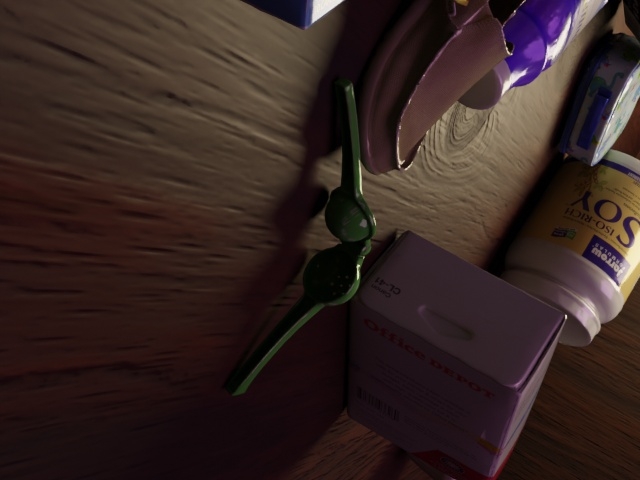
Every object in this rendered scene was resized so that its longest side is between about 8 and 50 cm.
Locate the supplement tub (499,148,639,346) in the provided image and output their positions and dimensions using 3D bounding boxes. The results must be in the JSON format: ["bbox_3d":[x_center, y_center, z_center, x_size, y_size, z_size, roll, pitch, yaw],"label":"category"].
[{"bbox_3d":[0.507,0.012,1.723,0.331,0.241,0.241,-55,159,-16],"label":"supplement tub"}]

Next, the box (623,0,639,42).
[{"bbox_3d":[0.646,-0.412,1.444,0.270,0.143,0.165,-28,155,10],"label":"box"}]

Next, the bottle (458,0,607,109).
[{"bbox_3d":[0.229,-0.241,0.950,0.283,0.092,0.118,-47,156,-34],"label":"bottle"}]

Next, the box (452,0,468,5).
[{"bbox_3d":[0.124,-0.302,0.673,0.087,0.058,0.232,-10,127,-65],"label":"box"}]

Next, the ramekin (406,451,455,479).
[{"bbox_3d":[0.277,0.361,1.802,0.273,0.127,0.273,-48,157,-29],"label":"ramekin"}]

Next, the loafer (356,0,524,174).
[{"bbox_3d":[0.118,-0.172,0.779,0.268,0.092,0.102,-64,159,6],"label":"loafer"}]

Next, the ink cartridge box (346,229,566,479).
[{"bbox_3d":[0.157,0.163,1.122,0.131,0.226,0.306,-49,157,-30],"label":"ink cartridge box"}]

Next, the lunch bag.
[{"bbox_3d":[0.515,-0.255,1.609,0.176,0.090,0.219,-44,154,-40],"label":"lunch bag"}]

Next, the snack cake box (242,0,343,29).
[{"bbox_3d":[0.035,-0.251,0.489,0.264,0.089,0.152,-46,155,-36],"label":"snack cake box"}]

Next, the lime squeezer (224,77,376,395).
[{"bbox_3d":[0.000,0.000,0.813,0.110,0.059,0.310,6,116,-33],"label":"lime squeezer"}]
